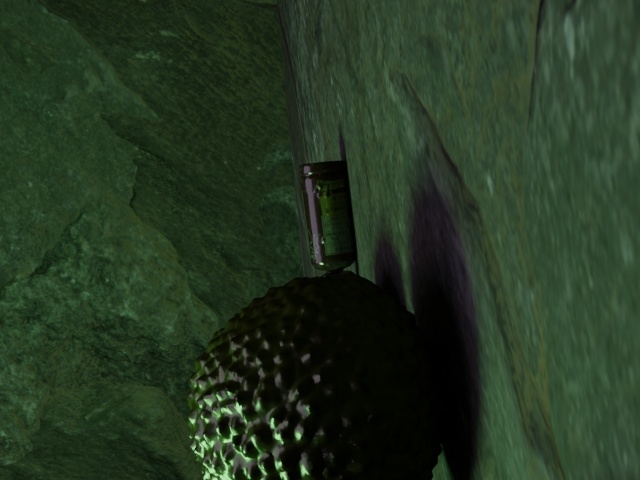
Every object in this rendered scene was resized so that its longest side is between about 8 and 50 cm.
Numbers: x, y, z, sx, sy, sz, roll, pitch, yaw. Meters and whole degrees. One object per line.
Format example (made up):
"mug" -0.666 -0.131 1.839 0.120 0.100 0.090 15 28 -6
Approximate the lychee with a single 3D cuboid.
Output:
"lychee" -0.002 0.169 0.923 0.320 0.270 0.270 -31 60 46

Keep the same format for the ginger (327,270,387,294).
"ginger" 0.037 0.190 1.212 0.244 0.155 0.304 -134 28 -71

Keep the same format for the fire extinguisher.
"fire extinguisher" 0.008 -0.001 1.526 0.106 0.075 0.252 -3 96 55
